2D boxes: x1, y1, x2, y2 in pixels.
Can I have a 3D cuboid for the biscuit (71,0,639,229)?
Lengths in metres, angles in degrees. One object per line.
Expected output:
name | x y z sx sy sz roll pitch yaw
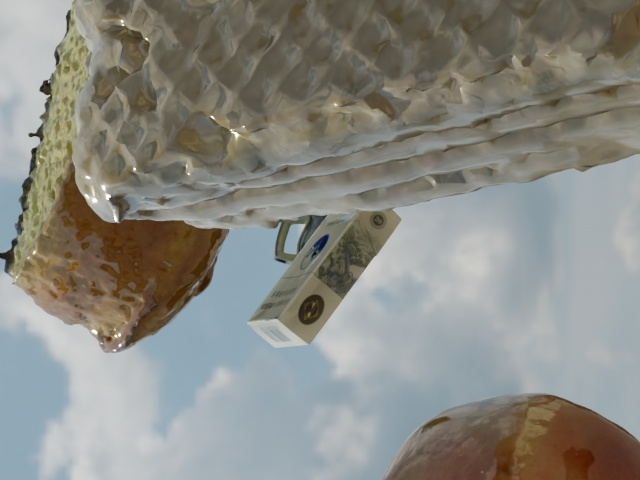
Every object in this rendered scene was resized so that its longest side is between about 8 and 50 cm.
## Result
biscuit | 0.105 -0.093 0.430 0.078 0.426 0.144 20 -113 -48

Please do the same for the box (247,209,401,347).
box | 0.002 0.016 0.901 0.083 0.024 0.054 -53 11 -16

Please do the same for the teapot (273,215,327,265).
teapot | 0.000 0.000 1.603 0.066 0.088 0.057 108 161 -62

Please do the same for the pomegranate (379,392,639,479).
pomegranate | 0.153 0.254 1.331 0.252 0.229 0.270 64 -156 -45

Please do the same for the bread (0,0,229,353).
bread | -0.100 -0.068 1.055 0.134 0.129 0.260 -24 54 61
